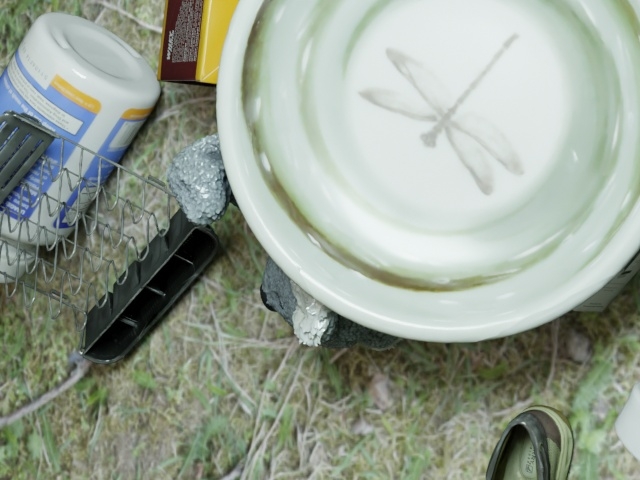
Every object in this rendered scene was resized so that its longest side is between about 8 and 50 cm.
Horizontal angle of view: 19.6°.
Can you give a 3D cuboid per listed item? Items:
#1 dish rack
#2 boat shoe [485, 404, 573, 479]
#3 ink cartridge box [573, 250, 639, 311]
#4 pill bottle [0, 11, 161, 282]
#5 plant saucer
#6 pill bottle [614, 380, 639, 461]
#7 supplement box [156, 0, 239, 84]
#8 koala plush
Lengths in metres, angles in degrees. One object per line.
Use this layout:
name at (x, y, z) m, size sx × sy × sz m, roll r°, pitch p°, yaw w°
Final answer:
dish rack at (-0.265, -0.008, 1.880) m, size 0.208 × 0.271 × 0.074 m, roll -48°, pitch 31°, yaw 24°
boat shoe at (0.170, 0.257, 1.654) m, size 0.080 × 0.073 × 0.223 m, roll 13°, pitch 95°, yaw 36°
ink cartridge box at (0.244, -0.019, 1.621) m, size 0.099 × 0.056 × 0.135 m, roll 49°, pitch 116°, yaw 27°
pill bottle at (-0.298, -0.092, 1.959) m, size 0.152 × 0.152 × 0.272 m, roll 48°, pitch 114°, yaw 27°
plant saucer at (0.114, -0.116, 1.585) m, size 0.401 × 0.100 × 0.400 m, roll 2°, pitch 96°, yaw 15°
pill bottle at (0.361, 0.065, 1.470) m, size 0.161 × 0.161 × 0.283 m, roll 38°, pitch 110°, yaw 31°
supplement box at (-0.064, -0.237, 1.755) m, size 0.194 × 0.129 × 0.191 m, roll -166°, pitch 82°, yaw -72°
koala plush at (0.000, 0.000, 1.723) m, size 0.203 × 0.196 × 0.221 m, roll -24°, pitch 70°, yaw 22°
